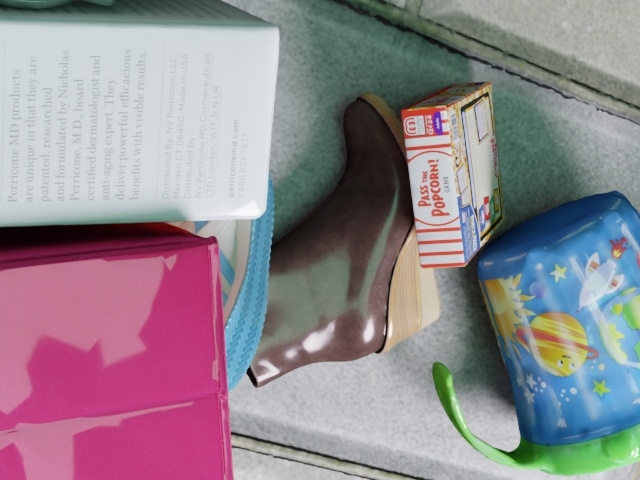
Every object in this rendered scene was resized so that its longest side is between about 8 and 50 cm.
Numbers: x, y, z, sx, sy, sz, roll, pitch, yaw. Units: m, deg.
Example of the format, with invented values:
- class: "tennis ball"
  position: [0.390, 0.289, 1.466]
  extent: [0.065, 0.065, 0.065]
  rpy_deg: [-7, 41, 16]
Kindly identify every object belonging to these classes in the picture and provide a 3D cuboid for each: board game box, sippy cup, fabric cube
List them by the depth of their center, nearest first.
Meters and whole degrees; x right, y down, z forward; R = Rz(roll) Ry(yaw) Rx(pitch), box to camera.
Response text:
- class: "fabric cube"
  position: [-0.236, 0.116, 1.094]
  extent: [0.258, 0.254, 0.259]
  rpy_deg: [-7, 100, -23]
- class: "board game box"
  position: [0.131, -0.067, 1.277]
  extent: [0.045, 0.193, 0.147]
  rpy_deg: [-4, 101, 20]
- class: "sippy cup"
  position: [0.271, 0.081, 1.345]
  extent: [0.305, 0.240, 0.224]
  rpy_deg: [-33, 99, -42]

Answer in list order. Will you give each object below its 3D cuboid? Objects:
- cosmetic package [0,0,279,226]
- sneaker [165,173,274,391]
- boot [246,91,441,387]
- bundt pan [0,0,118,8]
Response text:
- class: "cosmetic package"
  position: [-0.285, -0.114, 1.044]
  extent: [0.453, 0.230, 0.161]
  rpy_deg: [-2, 108, -23]
- class: "sneaker"
  position: [-0.100, 0.033, 1.202]
  extent: [0.092, 0.087, 0.229]
  rpy_deg: [1, 65, 13]
- class: "boot"
  position: [0.000, 0.000, 1.273]
  extent: [0.207, 0.090, 0.248]
  rpy_deg: [-16, 100, -18]
- class: "bundt pan"
  position: [-0.218, -0.331, 1.007]
  extent: [0.331, 0.124, 0.331]
  rpy_deg: [10, 52, -13]
